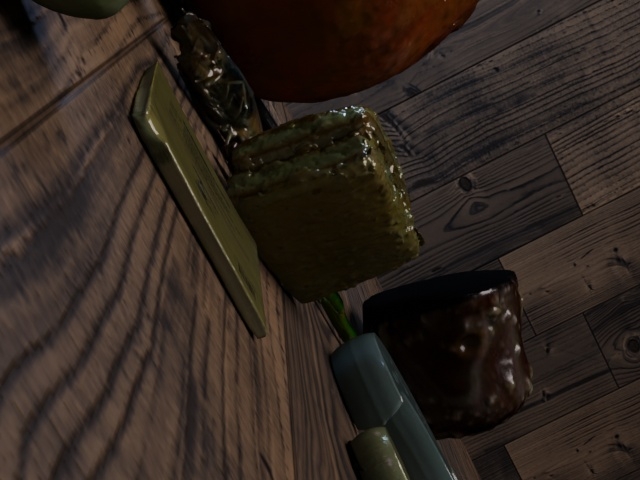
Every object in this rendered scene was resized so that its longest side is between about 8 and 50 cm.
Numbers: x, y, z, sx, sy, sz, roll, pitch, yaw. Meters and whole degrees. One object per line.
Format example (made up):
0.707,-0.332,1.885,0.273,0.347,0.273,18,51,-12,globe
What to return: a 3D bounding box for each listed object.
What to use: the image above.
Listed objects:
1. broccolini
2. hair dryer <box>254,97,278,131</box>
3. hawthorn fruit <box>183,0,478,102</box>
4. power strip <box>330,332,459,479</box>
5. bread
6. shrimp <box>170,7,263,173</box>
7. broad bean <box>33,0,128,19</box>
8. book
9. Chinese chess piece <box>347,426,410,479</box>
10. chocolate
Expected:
0.054,0.119,1.371,0.071,0.057,0.254,10,-40,37,broccolini
-0.044,-0.100,1.596,0.248,0.070,0.114,55,4,2,hair dryer
0.014,-0.379,1.439,0.471,0.472,0.472,63,4,-7,hawthorn fruit
0.078,0.186,1.213,0.253,0.054,0.167,58,7,-44,power strip
0.006,-0.037,1.054,0.196,0.138,0.102,52,17,-60,bread
-0.081,-0.108,1.114,0.251,0.052,0.143,57,14,-52,shrimp
-0.150,-0.212,0.587,0.169,0.100,0.228,34,40,-66,broad bean
-0.081,-0.035,0.852,0.168,0.013,0.192,62,4,-17,book
0.053,0.191,0.976,0.084,0.034,0.084,-26,90,-88,Chinese chess piece
0.187,0.164,1.704,0.340,0.225,0.210,-46,121,-86,chocolate
